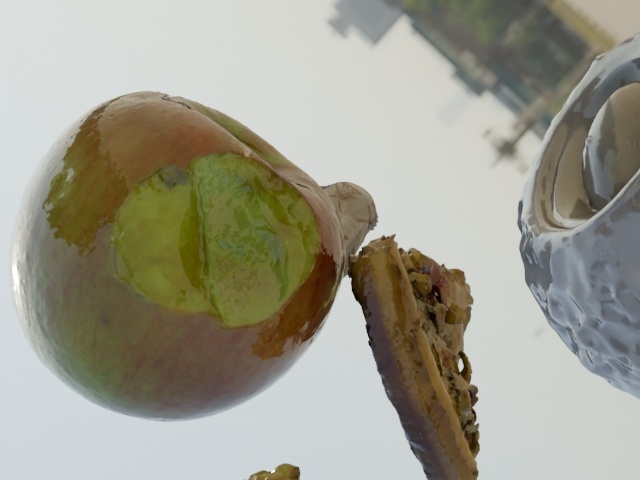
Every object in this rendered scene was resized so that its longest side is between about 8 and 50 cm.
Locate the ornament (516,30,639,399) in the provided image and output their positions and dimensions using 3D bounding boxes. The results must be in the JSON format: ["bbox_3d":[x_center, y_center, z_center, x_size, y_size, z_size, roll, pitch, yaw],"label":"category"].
[{"bbox_3d":[0.337,-0.017,1.386,0.337,0.337,0.337,41,-169,-10],"label":"ornament"}]

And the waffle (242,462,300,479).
[{"bbox_3d":[-0.009,0.253,1.280,0.191,0.038,0.191,43,146,39],"label":"waffle"}]

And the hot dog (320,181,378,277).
[{"bbox_3d":[0.000,0.000,2.065,0.099,0.053,0.192,30,-129,6],"label":"hot dog"}]

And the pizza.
[{"bbox_3d":[0.119,0.126,1.733,0.288,0.074,0.251,12,-116,-69],"label":"pizza"}]

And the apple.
[{"bbox_3d":[-0.148,0.022,1.735,0.339,0.339,0.339,41,-169,-10],"label":"apple"}]
